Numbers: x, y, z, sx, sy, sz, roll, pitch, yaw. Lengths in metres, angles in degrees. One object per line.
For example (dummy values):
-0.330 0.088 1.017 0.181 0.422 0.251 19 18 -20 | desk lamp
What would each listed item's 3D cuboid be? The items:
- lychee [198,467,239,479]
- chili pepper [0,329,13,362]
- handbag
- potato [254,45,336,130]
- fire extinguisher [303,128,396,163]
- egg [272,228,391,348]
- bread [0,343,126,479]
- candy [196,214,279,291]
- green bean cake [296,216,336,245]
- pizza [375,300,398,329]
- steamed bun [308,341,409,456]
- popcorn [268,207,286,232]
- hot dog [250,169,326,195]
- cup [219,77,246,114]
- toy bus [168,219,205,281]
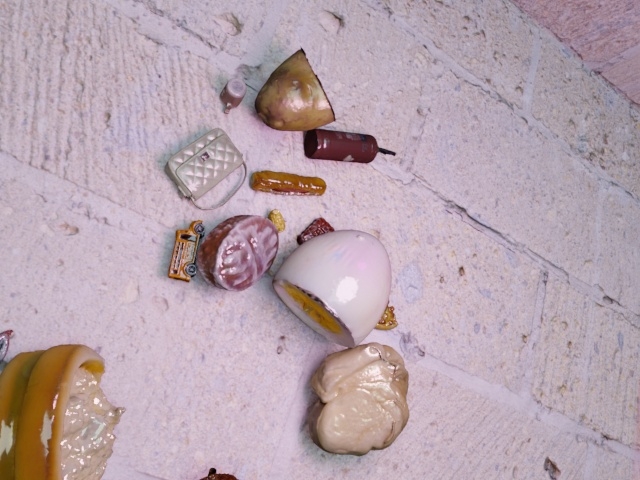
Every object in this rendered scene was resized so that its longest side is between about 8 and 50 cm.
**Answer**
-0.299 0.744 1.301 0.200 0.200 0.238 -5 95 -28 | lychee
-0.845 0.299 1.206 0.153 0.041 0.050 -63 150 -23 | chili pepper
-0.359 -0.229 1.550 0.256 0.079 0.219 -44 104 -26 | handbag
-0.111 -0.495 1.652 0.237 0.289 0.301 -27 82 3 | potato
0.115 -0.352 1.783 0.337 0.135 0.114 -1 115 -28 | fire extinguisher
0.072 0.118 1.522 0.354 0.354 0.340 45 68 -11 | egg
-0.667 0.478 1.177 0.245 0.329 0.424 -7 80 14 | bread
-0.256 0.035 1.472 0.289 0.157 0.214 -41 129 -46 | candy
0.000 0.000 1.690 0.135 0.056 0.135 49 62 -11 | green bean cake
0.218 0.263 1.747 0.175 0.046 0.134 15 73 -23 | pizza
0.126 0.509 1.538 0.325 0.230 0.372 3 87 -1 | steamed bun
-0.161 -0.060 1.619 0.084 0.084 0.084 6 76 -26 | popcorn
-0.107 -0.204 1.675 0.289 0.068 0.083 1 71 -25 | hot dog
-0.310 -0.501 1.618 0.074 0.099 0.102 43 63 -11 | cup
-0.415 0.028 1.457 0.088 0.083 0.194 12 75 -14 | toy bus
